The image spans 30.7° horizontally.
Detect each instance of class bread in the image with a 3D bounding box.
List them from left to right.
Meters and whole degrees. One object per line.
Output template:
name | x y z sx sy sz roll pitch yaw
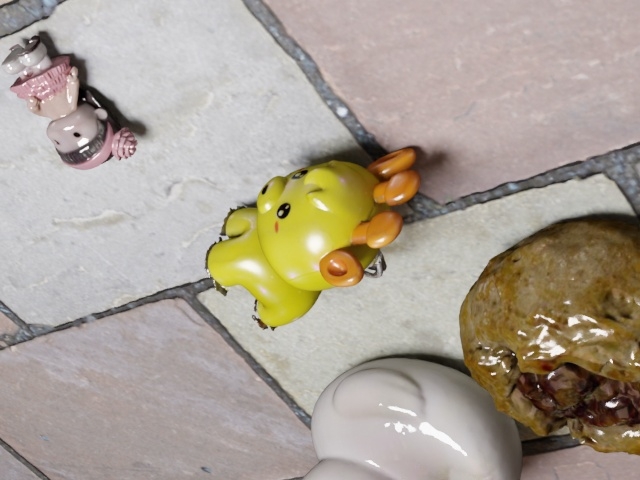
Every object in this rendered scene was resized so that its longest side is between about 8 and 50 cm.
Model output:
bread | 0.231 0.090 0.989 0.230 0.123 0.230 10 137 9

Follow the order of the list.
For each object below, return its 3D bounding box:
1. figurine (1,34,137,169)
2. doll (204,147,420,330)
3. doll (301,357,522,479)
figurine | -0.215 -0.118 1.003 0.072 0.054 0.129 -21 118 20
doll | 0.000 0.000 0.980 0.135 0.143 0.221 43 142 -21
doll | 0.072 0.238 1.148 0.251 0.221 0.221 -12 130 32
